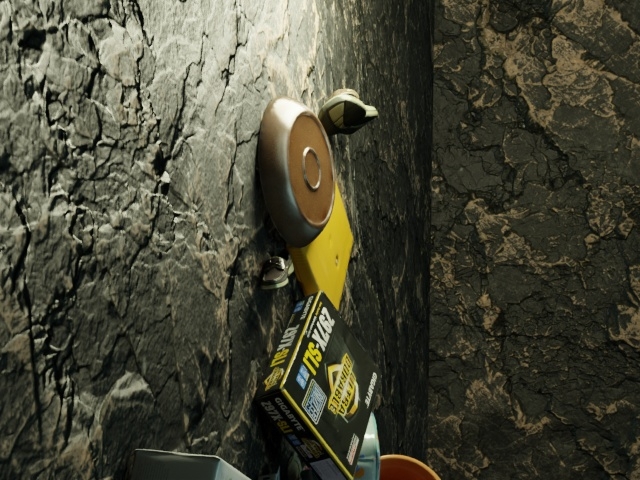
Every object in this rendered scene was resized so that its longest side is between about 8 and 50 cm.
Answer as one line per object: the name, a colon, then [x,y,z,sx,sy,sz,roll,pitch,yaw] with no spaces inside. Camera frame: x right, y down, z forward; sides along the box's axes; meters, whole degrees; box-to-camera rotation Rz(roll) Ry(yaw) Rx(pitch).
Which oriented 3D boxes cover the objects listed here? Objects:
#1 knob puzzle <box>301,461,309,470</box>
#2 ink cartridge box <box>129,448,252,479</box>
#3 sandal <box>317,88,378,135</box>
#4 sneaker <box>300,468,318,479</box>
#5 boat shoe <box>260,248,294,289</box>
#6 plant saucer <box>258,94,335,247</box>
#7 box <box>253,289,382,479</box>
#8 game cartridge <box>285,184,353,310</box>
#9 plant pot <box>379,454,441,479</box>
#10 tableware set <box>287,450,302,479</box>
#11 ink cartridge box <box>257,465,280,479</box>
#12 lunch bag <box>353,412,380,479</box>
knob puzzle: [-0.021,0.581,1.984,0.213,0.029,0.213,1,90,-74]
ink cartridge box: [-0.182,0.477,1.228,0.272,0.130,0.310,64,31,-61]
sandal: [0.054,-0.311,2.109,0.086,0.120,0.303,63,14,4]
sneaker: [-0.027,0.561,1.767,0.275,0.109,0.107,-61,138,-56]
boat shoe: [-0.087,0.055,1.698,0.152,0.056,0.049,-68,151,-74]
plant saucer: [-0.035,-0.142,1.786,0.310,0.050,0.311,-6,90,-67]
box: [0.006,0.295,1.805,0.257,0.079,0.322,54,30,-19]
game cartridge: [0.000,0.000,2.012,0.324,0.052,0.285,70,26,-46]
plant pot: [0.189,0.736,2.337,0.203,0.290,0.291,96,3,-62]
tableware set: [-0.026,0.523,1.919,0.141,0.020,0.169,-33,112,-64]
ink cartridge box: [-0.098,0.554,1.650,0.208,0.045,0.206,-87,177,-84]
lunch bag: [0.081,0.565,2.151,0.224,0.107,0.279,-99,-167,-80]
